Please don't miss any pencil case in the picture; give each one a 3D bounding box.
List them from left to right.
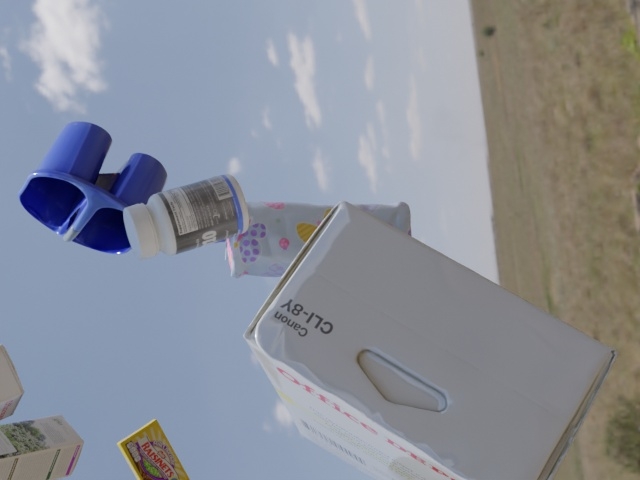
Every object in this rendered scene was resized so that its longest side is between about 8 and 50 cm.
[{"bbox_3d":[0.000,0.000,1.370,0.124,0.273,0.114,116,154,-77],"label":"pencil case"}]

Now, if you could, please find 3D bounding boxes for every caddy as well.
[{"bbox_3d":[-0.445,-0.079,1.835,0.341,0.241,0.179,-27,38,61],"label":"caddy"}]

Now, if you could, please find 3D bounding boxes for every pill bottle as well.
[{"bbox_3d":[-0.162,-0.027,1.148,0.078,0.137,0.078,53,152,43],"label":"pill bottle"}]

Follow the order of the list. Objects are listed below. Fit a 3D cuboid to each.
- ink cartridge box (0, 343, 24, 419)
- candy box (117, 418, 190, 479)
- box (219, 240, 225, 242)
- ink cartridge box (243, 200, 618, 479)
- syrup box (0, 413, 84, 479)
[{"bbox_3d":[-0.576,0.256,1.449,0.092,0.217,0.158,59,148,9],"label":"ink cartridge box"},{"bbox_3d":[-0.375,0.528,2.202,0.105,0.027,0.206,-32,-85,-35],"label":"candy box"},{"bbox_3d":[-0.180,-0.024,1.432,0.136,0.081,0.028,-90,-9,-63],"label":"box"},{"bbox_3d":[0.108,0.156,0.946,0.160,0.279,0.385,-56,-17,-16],"label":"ink cartridge box"},{"bbox_3d":[-0.584,0.413,1.829,0.236,0.093,0.096,0,-59,-51],"label":"syrup box"}]
